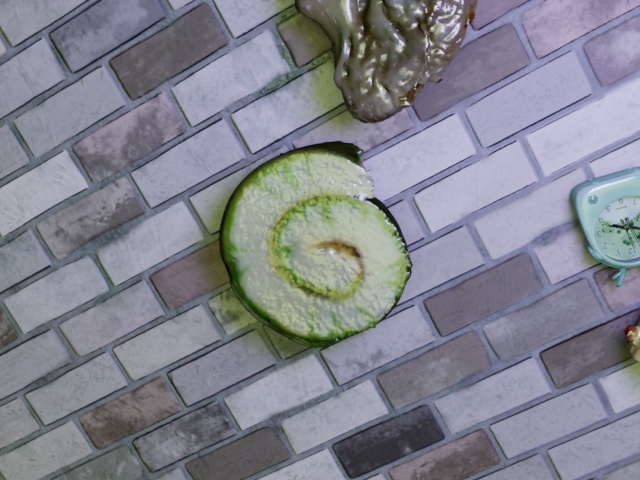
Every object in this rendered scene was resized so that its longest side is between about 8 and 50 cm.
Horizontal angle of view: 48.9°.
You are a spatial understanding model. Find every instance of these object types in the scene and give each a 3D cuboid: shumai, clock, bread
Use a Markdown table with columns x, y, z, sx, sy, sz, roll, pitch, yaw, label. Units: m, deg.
| x | y | z | sx | sy | sz | roll | pitch | yaw | label |
| --- | --- | --- | --- | --- | --- | --- | --- | --- | --- |
| 0.087 | -0.391 | 1.147 | 0.283 | 0.217 | 0.346 | 32 | 104 | -18 | shumai |
| 0.559 | -0.022 | 1.293 | 0.159 | 0.066 | 0.211 | -14 | 102 | 9 | clock |
| 0.000 | 0.000 | 1.323 | 0.366 | 0.129 | 0.382 | 21 | 103 | 3 | bread |

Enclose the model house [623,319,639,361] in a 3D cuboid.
| x | y | z | sx | sy | sz | roll | pitch | yaw | label |
| --- | --- | --- | --- | --- | --- | --- | --- | --- | --- |
| 0.699 | 0.165 | 1.276 | 0.254 | 0.160 | 0.196 | 21 | 105 | 2 | model house |
